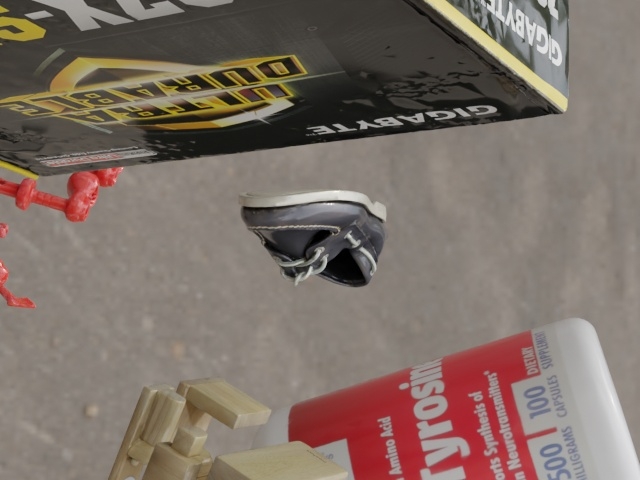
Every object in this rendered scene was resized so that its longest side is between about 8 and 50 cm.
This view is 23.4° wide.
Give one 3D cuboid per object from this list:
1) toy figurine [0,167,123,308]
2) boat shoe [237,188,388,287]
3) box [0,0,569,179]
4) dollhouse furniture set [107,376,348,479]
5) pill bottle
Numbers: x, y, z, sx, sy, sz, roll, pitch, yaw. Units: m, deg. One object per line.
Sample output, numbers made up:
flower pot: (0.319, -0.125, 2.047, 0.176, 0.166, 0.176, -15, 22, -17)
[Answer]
toy figurine: (-0.213, -0.150, 1.034, 0.362, 0.191, 0.217, -68, 173, -54)
boat shoe: (0.000, 0.000, 1.069, 0.206, 0.075, 0.065, 11, 81, -71)
box: (-0.083, -0.106, 0.696, 0.257, 0.322, 0.079, 26, 63, -58)
dollhouse furniture set: (-0.081, 0.196, 1.168, 0.144, 0.151, 0.123, 1, 114, -60)
pill bottle: (0.081, 0.233, 1.392, 0.229, 0.407, 0.229, -19, 90, -81)
